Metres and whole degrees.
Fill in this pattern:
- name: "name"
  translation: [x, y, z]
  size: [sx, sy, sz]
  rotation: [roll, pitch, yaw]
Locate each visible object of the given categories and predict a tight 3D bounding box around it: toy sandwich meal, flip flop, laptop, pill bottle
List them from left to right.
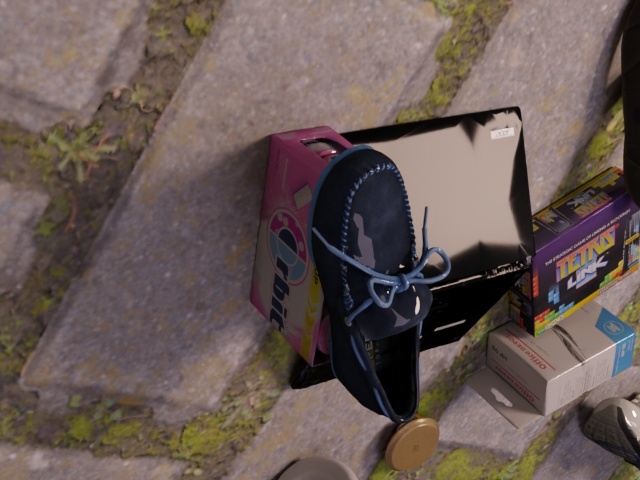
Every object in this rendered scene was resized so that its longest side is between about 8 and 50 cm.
- name: "pill bottle"
  translation: [0.026, 0.331, 1.164]
  size: [0.108, 0.108, 0.193]
  rotation: [-41, 138, -8]
- name: "laptop"
  translation: [0.086, 0.011, 1.050]
  size: [0.234, 0.136, 0.264]
  rotation: [-12, 152, -32]
- name: "toy sandwich meal"
  translation: [0.106, 0.238, 1.223]
  size: [0.085, 0.029, 0.085]
  rotation: [-17, 126, -25]
- name: "flip flop"
  translation: [0.379, -0.162, 1.098]
  size: [0.080, 0.112, 0.277]
  rotation: [-49, 141, -55]

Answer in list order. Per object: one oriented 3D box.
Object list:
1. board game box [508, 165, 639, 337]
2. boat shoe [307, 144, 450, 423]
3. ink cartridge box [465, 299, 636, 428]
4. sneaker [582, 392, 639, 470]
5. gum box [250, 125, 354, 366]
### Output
- name: "board game box"
  translation: [0.296, 0.014, 1.196]
  size: [0.170, 0.048, 0.141]
  rotation: [-31, 136, -18]
- name: "boat shoe"
  translation: [0.058, 0.041, 0.830]
  size: [0.109, 0.089, 0.258]
  rotation: [-30, 135, -18]
- name: "ink cartridge box"
  translation: [0.272, 0.137, 1.224]
  size: [0.180, 0.104, 0.060]
  rotation: [-24, 133, -25]
- name: "sneaker"
  translation: [0.477, 0.267, 1.510]
  size: [0.297, 0.111, 0.129]
  rotation: [33, 81, -51]
- name: "gum box"
  translation: [0.000, 0.000, 0.900]
  size: [0.062, 0.107, 0.188]
  rotation: [-13, 127, -32]
